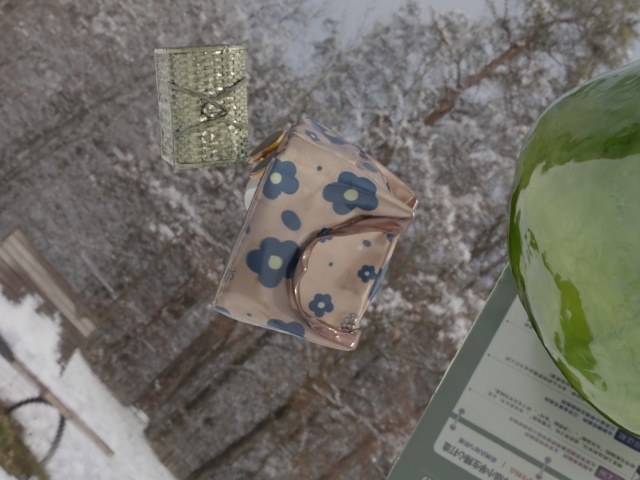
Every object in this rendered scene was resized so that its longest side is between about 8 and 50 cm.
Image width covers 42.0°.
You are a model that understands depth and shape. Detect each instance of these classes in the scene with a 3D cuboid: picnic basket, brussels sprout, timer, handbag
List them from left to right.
[{"bbox_3d":[-0.194,-0.226,1.383,0.154,0.134,0.197,-143,-130,-66],"label":"picnic basket"},{"bbox_3d":[-0.036,-0.101,1.760,0.240,0.233,0.233,51,-18,-22],"label":"timer"},{"bbox_3d":[0.000,0.000,1.040,0.193,0.252,0.190,24,16,-2],"label":"handbag"},{"bbox_3d":[0.229,0.015,0.467,0.271,0.210,0.219,49,22,-19],"label":"brussels sprout"}]

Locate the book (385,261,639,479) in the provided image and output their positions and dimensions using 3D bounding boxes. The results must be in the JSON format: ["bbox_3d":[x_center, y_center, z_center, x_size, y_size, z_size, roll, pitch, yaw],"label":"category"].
[{"bbox_3d":[0.198,0.120,0.624,0.202,0.264,0.027,28,-8,21],"label":"book"}]
